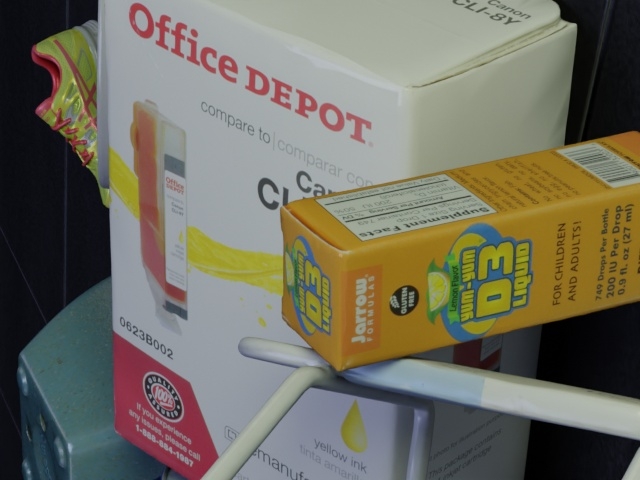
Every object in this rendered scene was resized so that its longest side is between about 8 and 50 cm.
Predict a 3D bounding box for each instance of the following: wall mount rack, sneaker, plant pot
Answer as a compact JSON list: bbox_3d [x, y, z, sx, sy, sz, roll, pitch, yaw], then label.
[{"bbox_3d":[0.080,0.132,0.984,0.350,0.304,0.131,9,87,28],"label":"wall mount rack"},{"bbox_3d":[-0.257,-0.128,2.039,0.081,0.094,0.209,-33,71,65],"label":"sneaker"},{"bbox_3d":[-0.124,0.166,1.650,0.248,0.252,0.247,-128,33,-49],"label":"plant pot"}]

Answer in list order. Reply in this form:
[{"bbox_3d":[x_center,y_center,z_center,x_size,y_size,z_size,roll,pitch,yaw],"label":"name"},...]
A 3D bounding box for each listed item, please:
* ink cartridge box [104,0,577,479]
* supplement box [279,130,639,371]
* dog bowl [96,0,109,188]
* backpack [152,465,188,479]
[{"bbox_3d":[0.000,0.000,1.273,0.279,0.160,0.385,28,128,36],"label":"ink cartridge box"},{"bbox_3d":[0.097,0.004,1.043,0.080,0.233,0.078,-136,39,-55],"label":"supplement box"},{"bbox_3d":[-0.129,-0.174,1.573,0.265,0.104,0.265,-178,90,-85],"label":"dog bowl"},{"bbox_3d":[-0.035,0.255,1.431,0.263,0.276,0.213,24,115,56],"label":"backpack"}]
